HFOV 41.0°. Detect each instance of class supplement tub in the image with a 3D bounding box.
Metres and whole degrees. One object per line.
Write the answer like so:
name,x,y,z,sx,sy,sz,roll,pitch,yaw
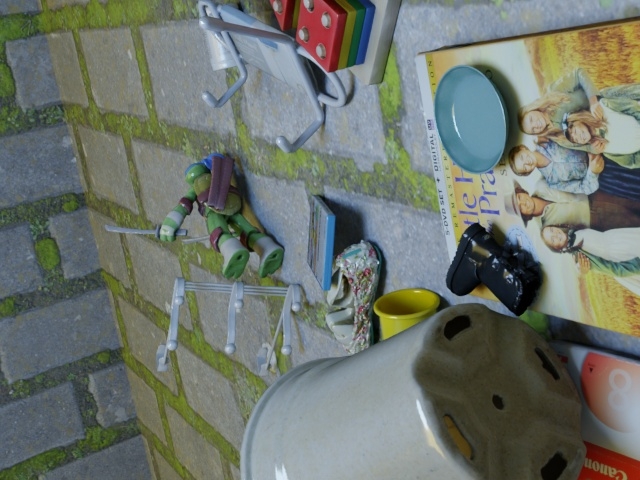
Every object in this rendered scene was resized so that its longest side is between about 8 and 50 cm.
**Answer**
supplement tub,-0.167,-0.356,1.497,0.071,0.071,0.107,11,115,60

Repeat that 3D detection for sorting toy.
sorting toy,0.001,-0.378,1.151,0.255,0.089,0.257,52,147,34

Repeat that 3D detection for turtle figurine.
turtle figurine,-0.215,-0.007,1.669,0.266,0.274,0.198,46,178,34

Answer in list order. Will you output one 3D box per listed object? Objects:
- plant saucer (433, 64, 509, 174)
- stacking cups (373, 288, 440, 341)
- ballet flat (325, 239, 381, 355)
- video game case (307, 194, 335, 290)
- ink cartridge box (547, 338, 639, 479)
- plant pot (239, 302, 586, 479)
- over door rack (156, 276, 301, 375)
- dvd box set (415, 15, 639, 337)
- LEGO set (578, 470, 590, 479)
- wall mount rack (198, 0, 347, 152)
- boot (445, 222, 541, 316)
plant saucer,0.167,-0.132,0.924,0.119,0.021,0.119,39,138,47
stacking cups,0.140,0.233,1.253,0.096,0.096,0.317,22,125,56
ballet flat,0.046,0.103,1.372,0.091,0.077,0.241,-123,29,-50
video game case,0.000,0.000,1.371,0.166,0.015,0.119,-124,36,-73
ink cartridge box,0.303,0.209,0.940,0.145,0.045,0.180,9,92,60
plant pot,0.122,0.233,0.982,0.305,0.333,0.334,-45,65,47
over door rack,-0.184,0.192,1.667,0.324,0.239,0.108,115,156,-52
dvd box set,0.263,-0.064,0.875,0.420,0.062,0.308,13,118,60
LEGO set,0.344,0.358,1.030,0.182,0.060,0.244,57,161,27
wall mount rack,-0.132,-0.288,1.288,0.350,0.130,0.304,34,164,36
boot,0.195,0.046,0.966,0.099,0.045,0.121,45,149,30
